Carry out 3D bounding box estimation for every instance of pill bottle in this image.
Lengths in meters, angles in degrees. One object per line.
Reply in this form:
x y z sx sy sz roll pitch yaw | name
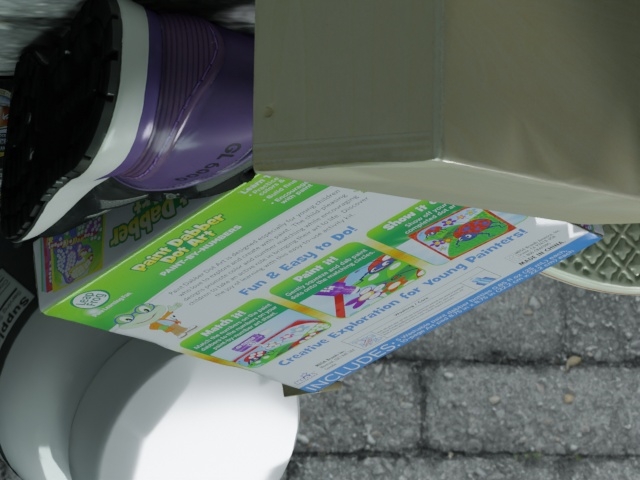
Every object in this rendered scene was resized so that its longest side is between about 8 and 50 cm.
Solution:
-0.187 0.083 1.321 0.210 0.210 0.363 4 -162 -40 | pill bottle

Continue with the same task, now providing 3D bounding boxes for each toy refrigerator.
0.083 -0.066 0.712 0.094 0.102 0.269 -2 176 36 | toy refrigerator

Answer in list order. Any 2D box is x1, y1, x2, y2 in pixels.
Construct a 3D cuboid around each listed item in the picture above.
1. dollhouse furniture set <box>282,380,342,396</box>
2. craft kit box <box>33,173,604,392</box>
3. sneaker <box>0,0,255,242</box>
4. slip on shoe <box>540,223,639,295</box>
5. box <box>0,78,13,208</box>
0.038 0.014 1.248 0.101 0.182 0.161 -11 176 24 | dollhouse furniture set
0.000 0.000 1.022 0.250 0.061 0.246 -31 149 31 | craft kit box
-0.090 -0.049 0.891 0.124 0.107 0.283 7 174 -21 | sneaker
0.245 -0.024 1.245 0.331 0.123 0.101 -2 -178 -33 | slip on shoe
-0.239 -0.061 1.168 0.216 0.060 0.270 0 176 14 | box
